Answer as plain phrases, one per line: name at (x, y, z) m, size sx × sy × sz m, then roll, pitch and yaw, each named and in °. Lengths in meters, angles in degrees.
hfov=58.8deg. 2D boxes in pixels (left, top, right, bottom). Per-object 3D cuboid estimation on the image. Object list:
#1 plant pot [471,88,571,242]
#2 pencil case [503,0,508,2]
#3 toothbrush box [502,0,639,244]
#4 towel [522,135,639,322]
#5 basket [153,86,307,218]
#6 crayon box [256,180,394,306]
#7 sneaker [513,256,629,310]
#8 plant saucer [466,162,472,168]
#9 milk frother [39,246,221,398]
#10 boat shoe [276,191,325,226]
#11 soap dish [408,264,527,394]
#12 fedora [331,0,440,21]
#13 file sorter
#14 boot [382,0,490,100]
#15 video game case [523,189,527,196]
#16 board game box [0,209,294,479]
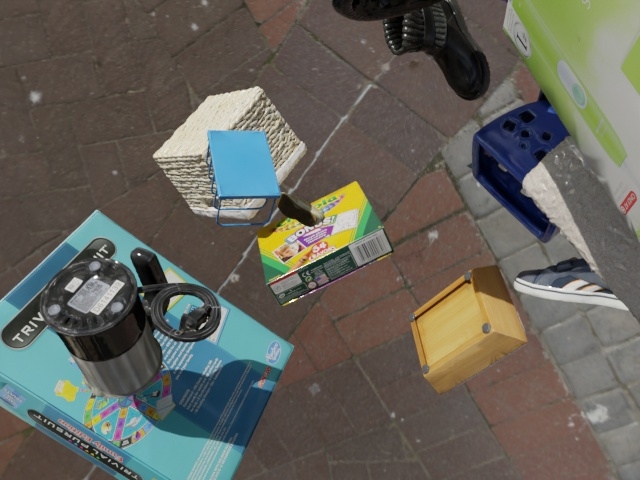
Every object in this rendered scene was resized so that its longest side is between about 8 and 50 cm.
plant pot at (0.468, -0.165, 1.169) m, size 0.212 × 0.236 × 0.236 m, roll -42°, pitch 70°, yaw 2°
pencil case at (0.507, -0.705, 1.560) m, size 0.236 × 0.104 × 0.104 m, roll 16°, pitch 111°, yaw -13°
toothbrush box at (0.246, -0.128, 0.367) m, size 0.122 × 0.206 × 0.283 m, roll -22°, pitch 68°, yaw 1°
towel at (0.351, -0.013, 0.565) m, size 0.282 × 0.049 × 0.187 m, roll 53°, pitch 136°, yaw 16°
basket at (-0.291, -0.269, 1.792) m, size 0.328 × 0.331 × 0.266 m, roll 7°, pitch 144°, yaw 47°
crayon box at (0.000, 0.000, 1.704) m, size 0.363 × 0.313 × 0.106 m, roll -26°, pitch 123°, yaw 3°
sneaker at (0.578, 0.071, 1.199) m, size 0.321 × 0.126 × 0.127 m, roll 7°, pitch 99°, yaw 31°
plant saucer at (0.543, -0.268, 1.742) m, size 0.192 × 0.067 × 0.018 m, roll -26°, pitch 94°, yaw -13°
milk frother at (-0.171, 0.093, 0.553) m, size 0.143 × 0.129 × 0.134 m, roll 37°, pitch 149°, yaw 24°
boat shoe at (-0.046, -0.070, 1.281) m, size 0.135 × 0.045 × 0.050 m, roll 36°, pitch 122°, yaw 33°
soap dish at (0.358, 0.222, 1.439) m, size 0.118 × 0.229 × 0.291 m, roll 21°, pitch 132°, yaw -29°
fedora at (0.168, -0.602, 1.216) m, size 0.334 × 0.334 × 0.152 m, roll -16°, pitch 89°, yaw 15°
file sorter at (-0.162, -0.124, 1.138) m, size 0.118 × 0.170 × 0.104 m, roll -2°, pitch 146°, yaw -21°
boot at (0.331, -0.556, 1.652) m, size 0.131 × 0.260 × 0.348 m, roll -31°, pitch 81°, yaw 49°
video game case at (0.709, -0.132, 1.720) m, size 0.206 × 0.227 × 0.026 m, roll 4°, pitch 148°, yaw -20°
board game box at (-0.228, 0.150, 0.725) m, size 0.336 × 0.254 × 0.079 m, roll 36°, pitch 132°, yaw -8°
